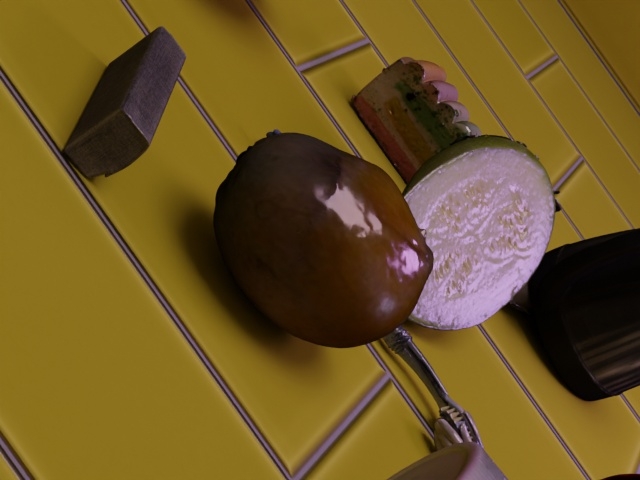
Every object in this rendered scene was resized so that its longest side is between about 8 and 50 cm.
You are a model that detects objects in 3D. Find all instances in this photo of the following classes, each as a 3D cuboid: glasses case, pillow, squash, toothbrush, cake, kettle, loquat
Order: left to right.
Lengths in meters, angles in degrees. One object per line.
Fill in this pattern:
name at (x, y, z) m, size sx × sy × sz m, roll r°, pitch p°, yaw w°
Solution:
glasses case at (-0.171, -0.124, 1.636) m, size 0.047 × 0.071 × 0.205 m, roll 51°, pitch 21°, yaw -19°
loquat at (0.000, 0.000, 1.676) m, size 0.227 × 0.179 × 0.179 m, roll 38°, pitch 26°, yaw -34°
toothbrush at (0.055, 0.058, 1.896) m, size 0.413 × 0.035 × 0.042 m, roll 58°, pitch 24°, yaw 9°
cake at (0.147, -0.122, 2.267) m, size 0.225 × 0.109 × 0.090 m, roll 55°, pitch 20°, yaw 1°
squash at (0.172, -0.007, 2.041) m, size 0.189 × 0.189 × 0.260 m, roll 52°, pitch 16°, yaw -6°
pillow at (0.274, 0.062, 2.367) m, size 0.217 × 0.033 × 0.130 m, roll 30°, pitch 37°, yaw -49°
kettle at (0.421, 0.055, 2.300) m, size 0.251 × 0.271 × 0.207 m, roll 58°, pitch 29°, yaw -22°

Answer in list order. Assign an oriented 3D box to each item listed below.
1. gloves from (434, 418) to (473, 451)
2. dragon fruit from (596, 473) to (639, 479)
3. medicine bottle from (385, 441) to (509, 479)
gloves at (0.140, 0.215, 1.831) m, size 0.081 × 0.044 × 0.037 m, roll 53°, pitch -9°, yaw 11°
dragon fruit at (0.290, 0.351, 1.598) m, size 0.301 × 0.295 × 0.295 m, roll 30°, pitch 31°, yaw -51°
medicine bottle at (0.126, 0.334, 1.316) m, size 0.325 × 0.256 × 0.256 m, roll 54°, pitch 21°, yaw -5°
